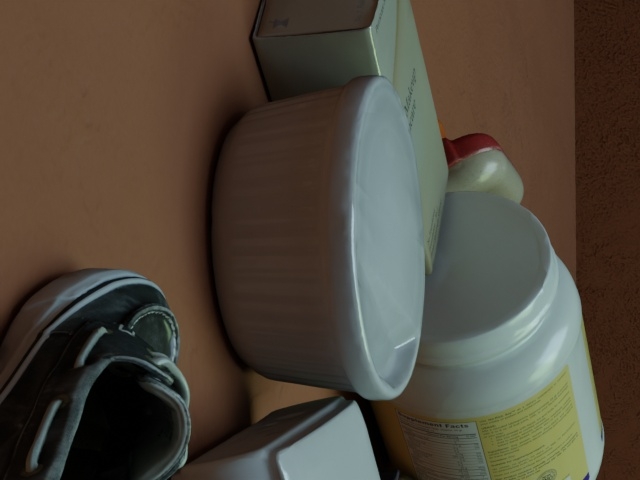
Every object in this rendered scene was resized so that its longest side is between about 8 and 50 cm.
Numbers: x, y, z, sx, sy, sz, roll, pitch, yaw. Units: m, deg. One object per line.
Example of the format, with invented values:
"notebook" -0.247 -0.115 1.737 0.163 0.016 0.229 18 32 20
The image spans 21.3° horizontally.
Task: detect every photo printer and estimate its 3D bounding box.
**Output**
"photo printer" -0.003 0.292 1.317 0.256 0.107 0.307 -14 90 -74

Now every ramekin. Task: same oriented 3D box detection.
"ramekin" 0.000 0.000 1.431 0.273 0.127 0.272 -3 90 -75

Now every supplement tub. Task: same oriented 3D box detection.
"supplement tub" 0.164 0.134 1.792 0.331 0.241 0.241 72 22 -44

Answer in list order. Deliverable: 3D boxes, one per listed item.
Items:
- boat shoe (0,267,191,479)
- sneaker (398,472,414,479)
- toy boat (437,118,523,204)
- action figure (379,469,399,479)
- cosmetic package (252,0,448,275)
"boat shoe" -0.128 0.110 0.959 0.335 0.119 0.121 -59 143 -64
"sneaker" 0.087 0.332 1.826 0.086 0.064 0.192 -61 146 -76
"toy boat" 0.140 -0.083 1.990 0.151 0.151 0.231 61 8 18
"action figure" 0.059 0.355 1.512 0.099 0.185 0.285 -54 128 -64
"cosmetic package" 0.036 -0.124 1.613 0.309 0.113 0.160 73 21 -44
